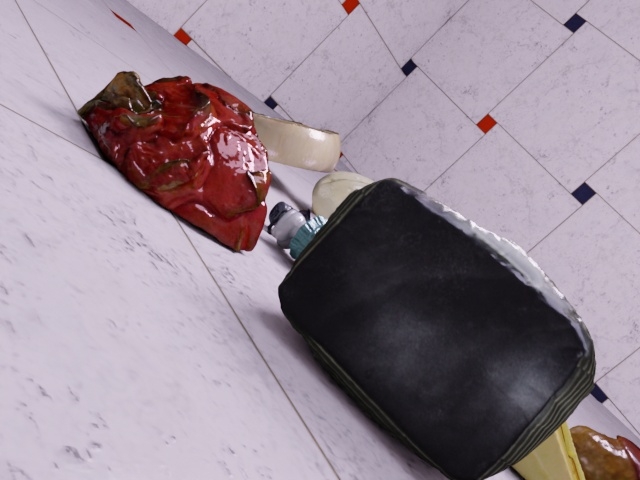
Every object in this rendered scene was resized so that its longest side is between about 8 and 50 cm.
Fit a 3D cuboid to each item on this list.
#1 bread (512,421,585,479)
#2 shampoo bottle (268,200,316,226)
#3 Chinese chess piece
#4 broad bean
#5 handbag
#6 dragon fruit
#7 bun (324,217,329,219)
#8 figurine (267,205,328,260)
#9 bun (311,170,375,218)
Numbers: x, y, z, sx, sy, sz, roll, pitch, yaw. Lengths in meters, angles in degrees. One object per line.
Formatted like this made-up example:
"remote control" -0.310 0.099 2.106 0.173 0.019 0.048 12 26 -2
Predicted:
"bread" 0.293 0.307 1.064 0.168 0.163 0.264 25 49 -62
"shampoo bottle" 0.000 0.000 1.233 0.214 0.072 0.072 33 12 -35
"Chinese chess piece" -0.076 -0.229 1.621 0.250 0.103 0.250 12 9 -2
"broad bean" 0.532 0.419 1.239 0.228 0.122 0.156 50 15 31
"handbag" 0.138 0.103 0.834 0.341 0.247 0.240 41 -2 19
"dragon fruit" -0.187 -0.149 0.934 0.317 0.152 0.205 46 12 29
"bun" 0.034 0.002 1.361 0.115 0.069 0.115 41 10 -9
"figurine" 0.033 0.041 1.084 0.245 0.110 0.138 37 -10 23
"bun" 0.091 -0.065 1.632 0.259 0.160 0.259 38 12 -10
